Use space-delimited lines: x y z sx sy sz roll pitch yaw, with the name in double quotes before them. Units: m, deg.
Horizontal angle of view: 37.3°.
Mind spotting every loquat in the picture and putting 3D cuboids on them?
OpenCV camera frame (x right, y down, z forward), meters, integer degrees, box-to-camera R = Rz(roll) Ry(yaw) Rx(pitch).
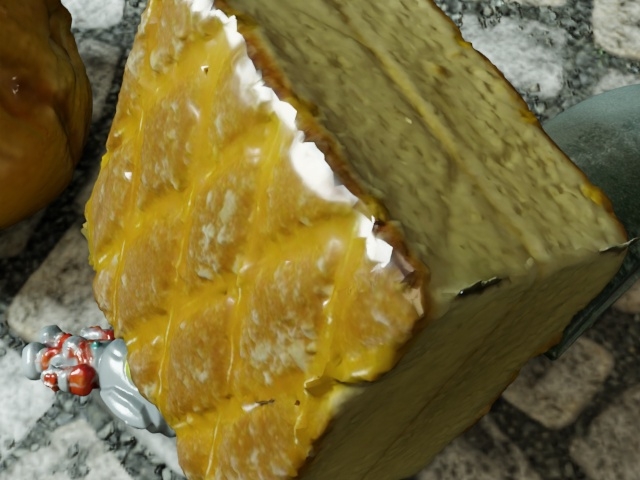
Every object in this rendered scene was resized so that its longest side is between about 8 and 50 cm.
"loquat" -0.325 -0.118 0.731 0.284 0.276 0.275 -19 62 20

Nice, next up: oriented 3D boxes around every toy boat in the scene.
"toy boat" 0.221 -0.036 0.762 0.320 0.092 0.141 -38 68 -23

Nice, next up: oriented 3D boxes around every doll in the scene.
"doll" -0.140 0.103 0.713 0.180 0.079 0.094 14 33 14

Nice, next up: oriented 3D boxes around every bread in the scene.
"bread" 0.000 0.000 0.620 0.207 0.279 0.279 -12 54 -38
